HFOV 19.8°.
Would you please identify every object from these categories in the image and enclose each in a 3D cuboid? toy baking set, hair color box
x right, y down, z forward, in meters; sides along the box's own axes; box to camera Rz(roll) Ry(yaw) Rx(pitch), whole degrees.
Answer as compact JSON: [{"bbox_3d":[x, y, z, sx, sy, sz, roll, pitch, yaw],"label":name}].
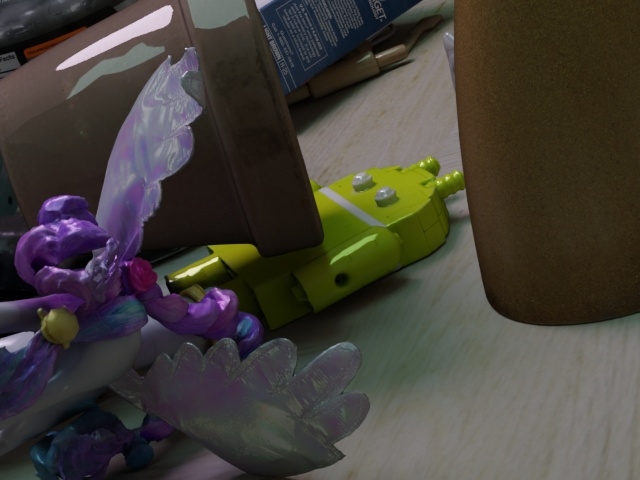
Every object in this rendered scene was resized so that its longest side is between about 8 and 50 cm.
[{"bbox_3d":[0.030,-0.222,2.198,0.256,0.030,0.197,-21,20,2],"label":"toy baking set"},{"bbox_3d":[-0.022,-0.262,2.163,0.174,0.105,0.347,-11,21,46],"label":"hair color box"}]

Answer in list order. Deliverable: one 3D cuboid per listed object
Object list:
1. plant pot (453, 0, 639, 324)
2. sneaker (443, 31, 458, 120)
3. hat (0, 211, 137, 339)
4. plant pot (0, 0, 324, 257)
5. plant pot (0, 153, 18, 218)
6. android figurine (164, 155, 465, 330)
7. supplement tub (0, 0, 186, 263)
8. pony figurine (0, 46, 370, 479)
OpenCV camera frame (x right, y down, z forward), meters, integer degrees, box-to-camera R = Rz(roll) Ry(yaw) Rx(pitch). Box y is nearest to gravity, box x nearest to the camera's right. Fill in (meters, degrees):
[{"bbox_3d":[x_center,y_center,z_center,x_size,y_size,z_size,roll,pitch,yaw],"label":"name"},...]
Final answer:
[{"bbox_3d":[0.197,-0.105,1.394,0.237,0.254,0.237,-20,19,7],"label":"plant pot"},{"bbox_3d":[0.202,-0.214,1.866,0.099,0.121,0.262,-9,23,30],"label":"sneaker"},{"bbox_3d":[-0.307,0.087,1.582,0.331,0.134,0.331,-11,18,4],"label":"hat"},{"bbox_3d":[-0.139,-0.088,1.503,0.229,0.263,0.263,-17,20,-2],"label":"plant pot"},{"bbox_3d":[-0.470,-0.097,2.042,0.235,0.293,0.293,7,31,25],"label":"plant pot"},{"bbox_3d":[0.000,0.000,1.622,0.272,0.056,0.248,-27,20,-9],"label":"android figurine"},{"bbox_3d":[-0.229,-0.153,1.831,0.207,0.338,0.207,-19,19,7],"label":"supplement tub"},{"bbox_3d":[-0.165,0.067,1.311,0.363,0.303,0.351,-16,-11,-28],"label":"pony figurine"}]
